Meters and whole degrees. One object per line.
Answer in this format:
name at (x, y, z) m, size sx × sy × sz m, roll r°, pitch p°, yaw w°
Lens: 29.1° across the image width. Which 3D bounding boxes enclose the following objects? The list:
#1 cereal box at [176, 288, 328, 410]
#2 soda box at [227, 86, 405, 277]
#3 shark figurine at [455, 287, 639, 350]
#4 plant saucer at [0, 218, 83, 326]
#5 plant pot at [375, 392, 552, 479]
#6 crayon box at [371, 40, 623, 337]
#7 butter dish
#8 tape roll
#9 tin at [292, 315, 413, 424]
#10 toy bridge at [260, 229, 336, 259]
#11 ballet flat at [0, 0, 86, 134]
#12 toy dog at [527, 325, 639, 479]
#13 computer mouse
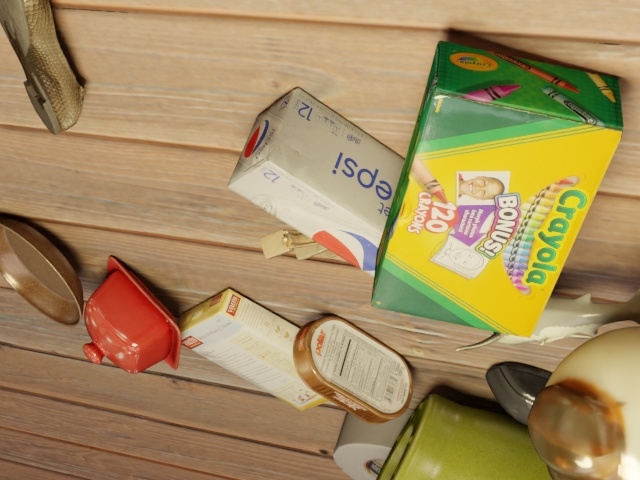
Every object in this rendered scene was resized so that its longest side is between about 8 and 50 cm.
cereal box at (-0.077, 0.161, 1.782) m, size 0.240 × 0.047 × 0.173 m, roll 32°, pitch 150°, yaw -19°
soda box at (0.051, -0.035, 1.304) m, size 0.286 × 0.098 × 0.091 m, roll 31°, pitch 150°, yaw -21°
shark figurine at (0.251, 0.059, 1.348) m, size 0.166 × 0.116 × 0.278 m, roll -4°, pitch 174°, yaw -30°
plant saucer at (-0.400, 0.038, 1.741) m, size 0.199 × 0.036 × 0.198 m, roll 30°, pitch 149°, yaw 21°
plant pot at (0.249, 0.390, 1.687) m, size 0.353 × 0.366 × 0.366 m, roll 28°, pitch 152°, yaw 1°
crayon box at (0.156, -0.039, 1.147) m, size 0.165 × 0.081 × 0.278 m, roll 11°, pitch 134°, yaw -2°
butter dish at (-0.284, 0.130, 1.752) m, size 0.160 × 0.118 × 0.160 m, roll 46°, pitch 156°, yaw 14°
tape roll at (0.133, 0.337, 1.931) m, size 0.219 × 0.072 × 0.219 m, roll 15°, pitch 152°, yaw 8°
tin at (0.047, 0.174, 1.666) m, size 0.190 × 0.106 × 0.040 m, roll 33°, pitch 142°, yaw -23°
toy bridge at (0.000, 0.000, 1.374) m, size 0.063 × 0.026 × 0.188 m, roll -20°, pitch 172°, yaw 22°
ballet flat at (-0.287, -0.206, 1.276) m, size 0.084 × 0.058 × 0.250 m, roll 47°, pitch 159°, yaw 31°
toy dog at (0.387, 0.150, 1.092) m, size 0.408 × 0.284 × 0.395 m, roll -23°, pitch 95°, yaw 32°
computer mouse at (0.346, 0.217, 1.594) m, size 0.262 × 0.060 × 0.184 m, roll 21°, pitch 153°, yaw -2°
